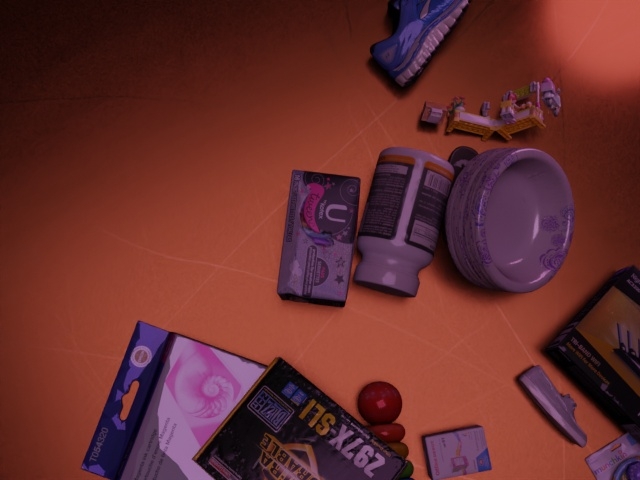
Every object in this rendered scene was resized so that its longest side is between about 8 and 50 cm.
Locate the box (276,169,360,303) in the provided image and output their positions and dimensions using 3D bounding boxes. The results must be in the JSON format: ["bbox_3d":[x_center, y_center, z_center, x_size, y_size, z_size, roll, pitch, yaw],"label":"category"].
[{"bbox_3d":[0.000,0.000,1.770,0.142,0.163,0.247,6,82,1],"label":"box"}]

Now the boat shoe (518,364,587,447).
[{"bbox_3d":[0.482,0.333,1.787,0.063,0.066,0.184,-40,75,-5],"label":"boat shoe"}]

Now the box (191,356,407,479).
[{"bbox_3d":[-0.036,0.417,1.660,0.322,0.079,0.257,38,79,15],"label":"box"}]

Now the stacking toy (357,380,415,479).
[{"bbox_3d":[0.128,0.442,1.729,0.141,0.141,0.330,-5,78,-2],"label":"stacking toy"}]

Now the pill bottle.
[{"bbox_3d":[0.163,-0.035,1.780,0.162,0.162,0.278,16,82,1],"label":"pill bottle"}]

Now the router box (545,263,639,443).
[{"bbox_3d":[0.650,0.242,1.777,0.309,0.081,0.243,44,76,5],"label":"router box"}]

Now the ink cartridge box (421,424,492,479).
[{"bbox_3d":[0.271,0.425,1.770,0.122,0.052,0.088,-11,82,-1],"label":"ink cartridge box"}]

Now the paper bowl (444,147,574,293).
[{"bbox_3d":[0.361,-0.042,1.757,0.284,0.148,0.284,-3,95,-35],"label":"paper bowl"}]

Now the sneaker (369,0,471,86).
[{"bbox_3d":[0.224,-0.493,1.867,0.147,0.130,0.330,37,83,2],"label":"sneaker"}]

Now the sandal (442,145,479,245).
[{"bbox_3d":[0.299,-0.090,1.842,0.090,0.060,0.219,12,82,0],"label":"sandal"}]

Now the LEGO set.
[{"bbox_3d":[0.359,-0.287,1.854,0.287,0.132,0.107,-3,63,21],"label":"LEGO set"}]

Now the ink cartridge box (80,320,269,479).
[{"bbox_3d":[-0.274,0.362,1.762,0.330,0.071,0.324,19,82,0],"label":"ink cartridge box"}]

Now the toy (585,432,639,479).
[{"bbox_3d":[0.656,0.508,1.764,0.137,0.056,0.237,-30,83,-7],"label":"toy"}]
